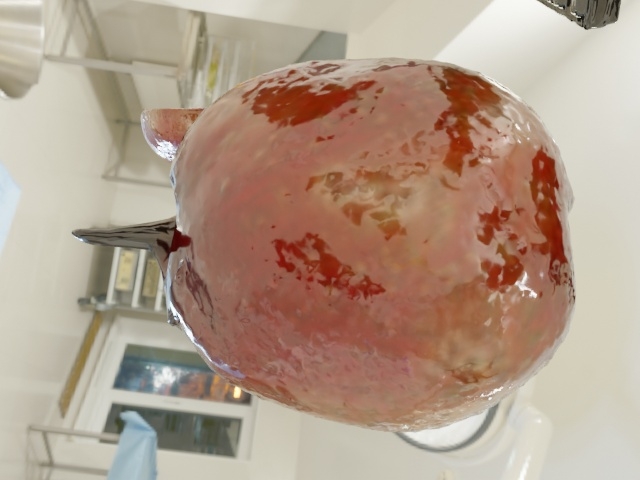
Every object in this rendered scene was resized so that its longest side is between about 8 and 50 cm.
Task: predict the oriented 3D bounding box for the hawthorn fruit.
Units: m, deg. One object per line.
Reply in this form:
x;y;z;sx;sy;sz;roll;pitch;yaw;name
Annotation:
0.000;0.000;0.484;0.285;0.368;0.285;-175;-90;-86;hawthorn fruit

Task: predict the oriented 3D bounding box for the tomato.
-0.103;-0.101;0.652;0.155;0.155;0.069;-106;-165;-82;tomato

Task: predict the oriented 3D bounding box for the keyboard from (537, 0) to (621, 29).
0.119;-0.193;0.368;0.310;0.018;0.101;-82;169;-61;keyboard
